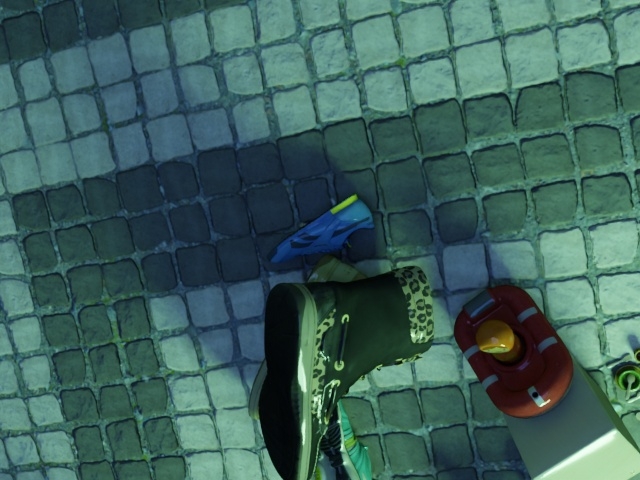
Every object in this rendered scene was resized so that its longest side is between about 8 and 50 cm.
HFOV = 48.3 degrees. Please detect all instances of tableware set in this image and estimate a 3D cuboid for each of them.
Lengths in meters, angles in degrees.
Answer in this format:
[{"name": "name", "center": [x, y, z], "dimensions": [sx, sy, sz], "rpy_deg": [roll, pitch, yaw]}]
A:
[{"name": "tableware set", "center": [0.571, 0.254, 1.215], "dimensions": [0.104, 0.024, 0.154], "rpy_deg": [-32, 91, 16]}]

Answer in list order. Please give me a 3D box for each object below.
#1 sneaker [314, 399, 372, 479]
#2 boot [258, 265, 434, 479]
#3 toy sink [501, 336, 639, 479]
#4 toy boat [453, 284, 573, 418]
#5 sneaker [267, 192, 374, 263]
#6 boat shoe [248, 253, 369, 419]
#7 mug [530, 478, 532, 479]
[{"name": "sneaker", "center": [0.032, 0.388, 1.326], "dimensions": [0.107, 0.110, 0.275], "rpy_deg": [-25, 74, 30]}, {"name": "boot", "center": [0.045, 0.221, 1.206], "dimensions": [0.138, 0.284, 0.377], "rpy_deg": [27, 123, 50]}, {"name": "toy sink", "center": [0.406, 0.299, 1.193], "dimensions": [0.153, 0.234, 0.131], "rpy_deg": [-39, 119, 15]}, {"name": "toy boat", "center": [0.301, 0.172, 1.159], "dimensions": [0.151, 0.151, 0.231], "rpy_deg": [-39, 53, 16]}, {"name": "sneaker", "center": [0.000, 0.000, 1.283], "dimensions": [0.209, 0.069, 0.082], "rpy_deg": [-31, 95, 16]}, {"name": "boat shoe", "center": [-0.024, 0.195, 1.295], "dimensions": [0.110, 0.121, 0.341], "rpy_deg": [29, 103, 8]}, {"name": "mug", "center": [0.415, 0.438, 1.266], "dimensions": [0.064, 0.062, 0.078], "rpy_deg": [21, 110, 1]}]
